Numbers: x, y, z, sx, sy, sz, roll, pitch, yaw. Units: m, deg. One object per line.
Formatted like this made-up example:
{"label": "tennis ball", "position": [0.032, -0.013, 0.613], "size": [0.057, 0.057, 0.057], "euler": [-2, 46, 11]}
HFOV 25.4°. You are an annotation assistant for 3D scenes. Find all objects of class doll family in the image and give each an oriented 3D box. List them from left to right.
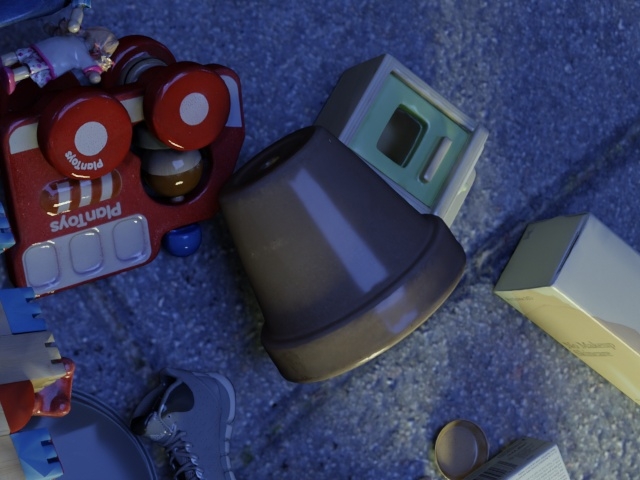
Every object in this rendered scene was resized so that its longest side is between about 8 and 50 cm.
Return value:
{"label": "doll family", "position": [-0.310, -0.276, 1.536], "size": [0.163, 0.263, 0.118], "euler": [-24, 140, -25]}

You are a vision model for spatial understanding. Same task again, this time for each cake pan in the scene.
{"label": "cake pan", "position": [-0.310, 0.302, 1.574], "size": [0.293, 0.054, 0.293], "euler": [4, 80, -23]}

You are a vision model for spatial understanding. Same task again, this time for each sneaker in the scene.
{"label": "sneaker", "position": [-0.164, 0.250, 1.617], "size": [0.132, 0.086, 0.228], "euler": [23, 53, -43]}

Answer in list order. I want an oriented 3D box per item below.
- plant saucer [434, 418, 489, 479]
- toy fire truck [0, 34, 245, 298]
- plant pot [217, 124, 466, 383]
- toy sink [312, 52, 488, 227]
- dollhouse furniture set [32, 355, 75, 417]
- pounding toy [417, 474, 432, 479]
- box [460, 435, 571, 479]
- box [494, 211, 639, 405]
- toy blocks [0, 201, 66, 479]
{"label": "plant saucer", "position": [0.181, 0.275, 1.858], "size": [0.083, 0.015, 0.083], "euler": [2, 85, -27]}
{"label": "toy fire truck", "position": [-0.226, -0.084, 1.628], "size": [0.302, 0.169, 0.253], "euler": [-18, 119, -28]}
{"label": "plant pot", "position": [0.000, 0.000, 1.651], "size": [0.263, 0.263, 0.229], "euler": [-43, 107, -24]}
{"label": "toy sink", "position": [0.112, -0.101, 1.796], "size": [0.234, 0.131, 0.152], "euler": [37, 71, -19]}
{"label": "dollhouse furniture set", "position": [-0.419, 0.097, 1.498], "size": [0.374, 0.152, 0.201], "euler": [45, 68, -16]}
{"label": "pounding toy", "position": [0.116, 0.429, 1.758], "size": [0.183, 0.110, 0.236], "euler": [-15, 92, -27]}
{"label": "box", "position": [0.265, 0.347, 1.853], "size": [0.126, 0.072, 0.137], "euler": [-30, 106, -26]}
{"label": "box", "position": [0.404, 0.101, 1.916], "size": [0.311, 0.148, 0.121], "euler": [36, 71, -17]}
{"label": "toy blocks", "position": [-0.361, 0.112, 1.332], "size": [0.261, 0.191, 0.381], "euler": [-3, 66, -56]}
